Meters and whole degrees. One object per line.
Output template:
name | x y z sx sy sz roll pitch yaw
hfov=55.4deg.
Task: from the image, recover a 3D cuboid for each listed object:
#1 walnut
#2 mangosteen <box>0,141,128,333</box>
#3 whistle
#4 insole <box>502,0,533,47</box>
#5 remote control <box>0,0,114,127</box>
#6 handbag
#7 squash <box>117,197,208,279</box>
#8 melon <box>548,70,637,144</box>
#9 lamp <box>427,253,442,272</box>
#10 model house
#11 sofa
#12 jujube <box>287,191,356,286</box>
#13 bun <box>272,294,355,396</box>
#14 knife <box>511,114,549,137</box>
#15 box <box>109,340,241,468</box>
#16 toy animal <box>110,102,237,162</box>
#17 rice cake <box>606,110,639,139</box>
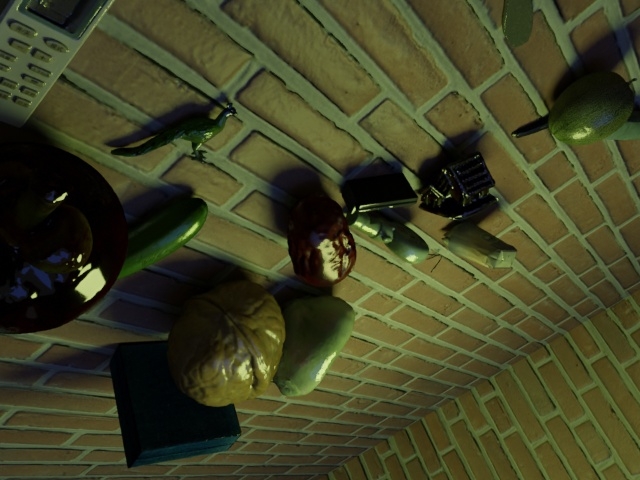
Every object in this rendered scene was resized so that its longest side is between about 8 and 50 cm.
walnut | -0.217 0.237 1.416 0.277 0.252 0.313 -12 146 -15
mangosteen | -0.429 0.001 0.894 0.297 0.293 0.297 -22 123 -39
whistle | 0.165 -0.009 1.448 0.258 0.126 0.067 25 111 -34
insole | 0.349 -0.414 1.076 0.063 0.010 0.192 -26 147 2
remote control | -0.367 -0.266 0.781 0.277 0.055 0.103 -40 145 24
handbag | 0.415 0.012 1.601 0.117 0.173 0.095 5 108 -52
squash | -0.339 0.009 1.168 0.292 0.082 0.082 -29 147 7
melon | 0.580 -0.283 1.295 0.192 0.139 0.139 -37 146 24
lamp | 0.282 0.043 1.667 0.121 0.041 0.054 23 116 -45
model house | 0.304 -0.125 1.371 0.165 0.106 0.152 -27 150 -4
sofa | 0.127 -0.091 1.325 0.147 0.085 0.060 -10 142 -22
jujube | 0.000 0.000 1.310 0.155 0.155 0.230 -20 148 -7
bun | -0.049 0.249 1.587 0.187 0.293 0.293 33 127 -5
knife | 0.491 -0.258 1.385 0.121 0.018 0.031 -23 155 -2
box | -0.364 0.393 1.519 0.261 0.279 0.116 3 140 -35
toy animal | -0.235 -0.161 1.026 0.216 0.041 0.075 -22 129 0
rice cake | 0.770 -0.283 1.489 0.336 0.063 0.066 -4 139 -28
